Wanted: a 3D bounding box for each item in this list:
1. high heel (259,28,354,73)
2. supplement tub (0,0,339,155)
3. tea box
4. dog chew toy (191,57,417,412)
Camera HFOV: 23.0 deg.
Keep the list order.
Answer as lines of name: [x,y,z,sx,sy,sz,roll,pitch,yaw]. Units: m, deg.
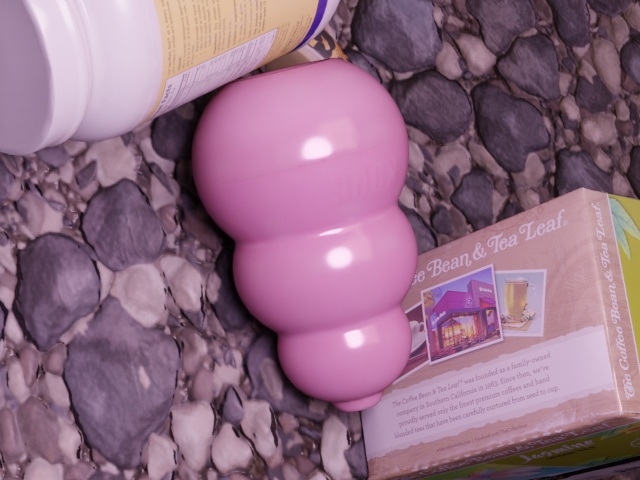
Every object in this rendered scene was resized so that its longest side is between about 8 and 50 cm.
high heel: [-0.022,-0.263,1.647,0.261,0.093,0.186,35,57,-17]
supplement tub: [-0.166,-0.229,1.375,0.331,0.241,0.241,-30,94,-36]
tea box: [0.255,0.114,1.584,0.324,0.329,0.220,9,67,-40]
dog chew toy: [0.000,0.000,1.490,0.207,0.207,0.331,-21,100,-47]
